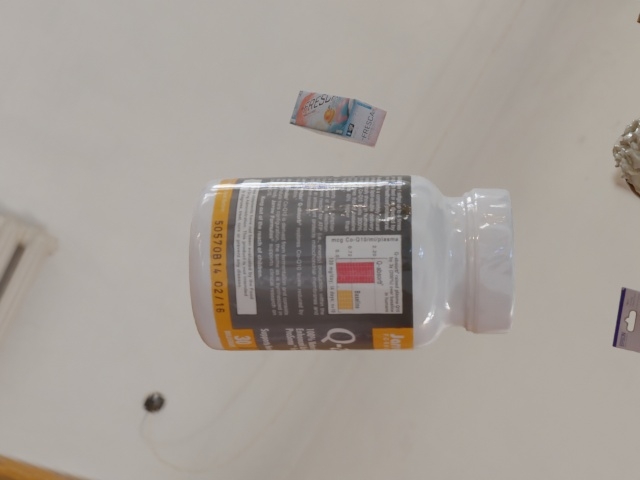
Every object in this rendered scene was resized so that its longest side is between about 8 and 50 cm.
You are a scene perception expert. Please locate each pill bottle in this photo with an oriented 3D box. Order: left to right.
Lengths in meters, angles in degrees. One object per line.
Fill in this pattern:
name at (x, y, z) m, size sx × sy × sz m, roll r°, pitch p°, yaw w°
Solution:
pill bottle at (0.030, 0.020, 0.909) m, size 0.278 × 0.162 × 0.162 m, roll 0°, pitch 5°, yaw 6°

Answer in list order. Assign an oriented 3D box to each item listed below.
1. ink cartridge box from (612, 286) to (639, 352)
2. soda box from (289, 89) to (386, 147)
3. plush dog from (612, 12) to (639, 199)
ink cartridge box at (0.712, 0.167, 1.823) m, size 0.332 × 0.165 × 0.065 m, roll 16°, pitch 45°, yaw 22°
soda box at (0.023, -0.186, 1.513) m, size 0.063 × 0.058 × 0.183 m, roll 17°, pitch 3°, yaw -30°
plush dog at (0.353, -0.169, 0.815) m, size 0.210 × 0.262 × 0.225 m, roll -4°, pitch -58°, yaw 37°
